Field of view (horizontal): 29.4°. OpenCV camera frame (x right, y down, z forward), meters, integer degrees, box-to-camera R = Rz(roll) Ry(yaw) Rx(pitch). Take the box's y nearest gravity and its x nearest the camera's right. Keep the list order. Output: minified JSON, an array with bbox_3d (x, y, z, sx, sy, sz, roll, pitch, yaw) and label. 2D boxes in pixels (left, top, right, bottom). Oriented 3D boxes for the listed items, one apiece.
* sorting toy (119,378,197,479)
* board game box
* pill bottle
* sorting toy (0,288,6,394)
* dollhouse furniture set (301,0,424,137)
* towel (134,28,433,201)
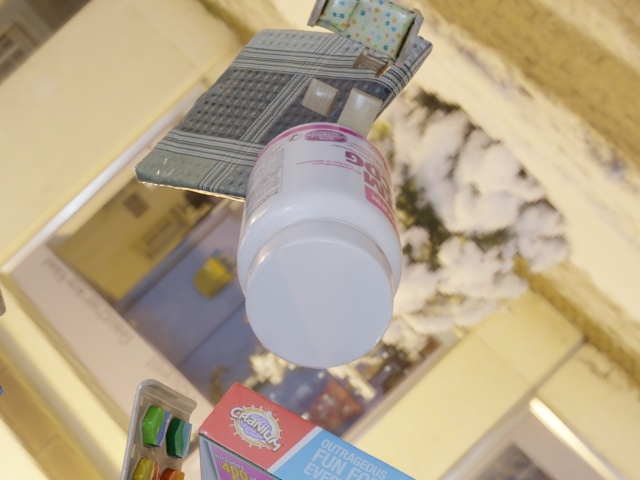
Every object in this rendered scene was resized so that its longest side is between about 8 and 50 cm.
[{"bbox_3d":[-0.241,0.326,1.825,0.038,0.208,0.193,7,163,19],"label":"sorting toy"},{"bbox_3d":[0.001,0.295,1.174,0.242,0.064,0.316,27,144,16],"label":"board game box"},{"bbox_3d":[0.000,0.000,1.218,0.160,0.160,0.283,47,-163,-19],"label":"pill bottle"},{"bbox_3d":[-0.366,-0.013,1.025,0.196,0.047,0.348,-8,-106,-44],"label":"sorting toy"},{"bbox_3d":[-0.005,-0.206,1.310,0.182,0.161,0.101,23,-165,-5],"label":"dollhouse furniture set"},{"bbox_3d":[-0.052,-0.161,1.591,0.324,0.312,0.056,14,148,45],"label":"towel"}]
